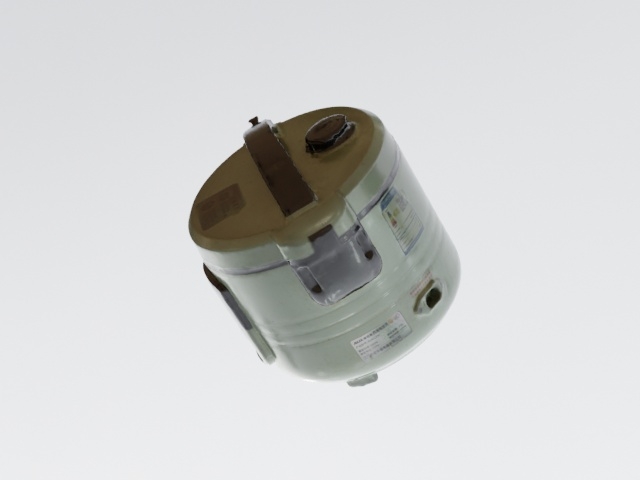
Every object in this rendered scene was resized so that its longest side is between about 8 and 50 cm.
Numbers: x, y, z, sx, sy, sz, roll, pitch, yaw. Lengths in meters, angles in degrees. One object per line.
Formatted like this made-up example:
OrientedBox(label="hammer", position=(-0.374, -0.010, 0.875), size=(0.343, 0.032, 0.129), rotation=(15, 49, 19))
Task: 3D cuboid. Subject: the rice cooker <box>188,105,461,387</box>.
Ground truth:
OrientedBox(label="rice cooker", position=(0.000, 0.000, 1.801), size=(0.226, 0.244, 0.226), rotation=(-21, -150, 13))
